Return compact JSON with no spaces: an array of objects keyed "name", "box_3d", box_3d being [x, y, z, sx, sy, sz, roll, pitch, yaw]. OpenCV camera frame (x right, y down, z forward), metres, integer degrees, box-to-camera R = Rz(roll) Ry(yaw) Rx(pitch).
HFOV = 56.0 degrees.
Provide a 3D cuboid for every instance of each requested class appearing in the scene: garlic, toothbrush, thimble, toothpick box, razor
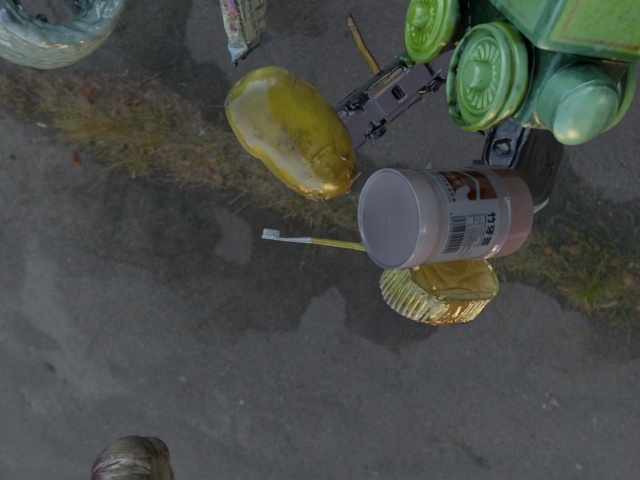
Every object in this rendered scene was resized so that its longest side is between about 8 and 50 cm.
[{"name":"garlic","box_3d":[-0.276,0.357,0.876,0.101,0.159,0.147,-20,106,6]},{"name":"toothbrush","box_3d":[0.000,0.000,1.425,0.288,0.021,0.024,8,90,11]},{"name":"thimble","box_3d":[-0.437,-0.379,0.945,0.171,0.250,0.205,-5,102,47]},{"name":"toothpick box","box_3d":[0.124,-0.025,0.601,0.098,0.148,0.099,15,108,57]},{"name":"razor","box_3d":[0.456,-0.193,1.365,0.113,0.349,0.205,22,94,32]}]

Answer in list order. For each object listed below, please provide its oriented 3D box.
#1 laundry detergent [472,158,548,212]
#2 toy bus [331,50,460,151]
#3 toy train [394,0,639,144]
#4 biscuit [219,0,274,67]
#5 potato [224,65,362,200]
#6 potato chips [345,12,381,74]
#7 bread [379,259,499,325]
[{"name":"laundry detergent","box_3d":[0.576,-0.183,1.917,0.214,0.281,0.105,-28,132,11]},{"name":"toy bus","box_3d":[0.152,-0.332,1.336,0.316,0.138,0.112,-35,114,6]},{"name":"toy train","box_3d":[0.182,-0.204,0.518,0.158,0.272,0.188,1,134,-19]},{"name":"biscuit","box_3d":[-0.214,-0.650,1.640,0.079,0.186,0.309,21,144,25]},{"name":"potato","box_3d":[-0.042,-0.194,1.118,0.173,0.140,0.300,-44,122,3]},{"name":"potato chips","box_3d":[0.117,-0.480,1.532,0.026,0.037,0.204,-25,107,26]},{"name":"bread","box_3d":[0.258,0.097,1.333,0.250,0.179,0.133,1,135,-27]}]
